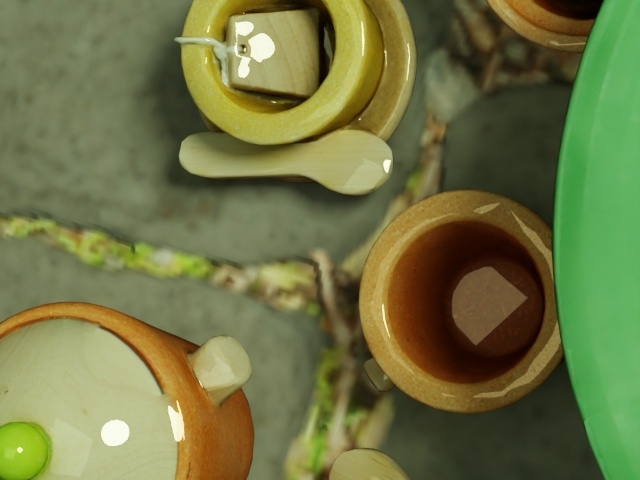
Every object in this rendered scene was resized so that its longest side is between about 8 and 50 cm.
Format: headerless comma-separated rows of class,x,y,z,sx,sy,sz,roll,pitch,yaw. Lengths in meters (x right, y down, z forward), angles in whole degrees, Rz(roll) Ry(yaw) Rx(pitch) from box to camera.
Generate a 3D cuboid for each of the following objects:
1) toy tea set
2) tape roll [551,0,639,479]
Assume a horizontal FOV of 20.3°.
toy tea set,0.000,0.000,0.583,0.200,0.124,0.336,21,94,20
tape roll,0.225,-0.002,0.494,0.321,0.077,0.321,0,93,8
